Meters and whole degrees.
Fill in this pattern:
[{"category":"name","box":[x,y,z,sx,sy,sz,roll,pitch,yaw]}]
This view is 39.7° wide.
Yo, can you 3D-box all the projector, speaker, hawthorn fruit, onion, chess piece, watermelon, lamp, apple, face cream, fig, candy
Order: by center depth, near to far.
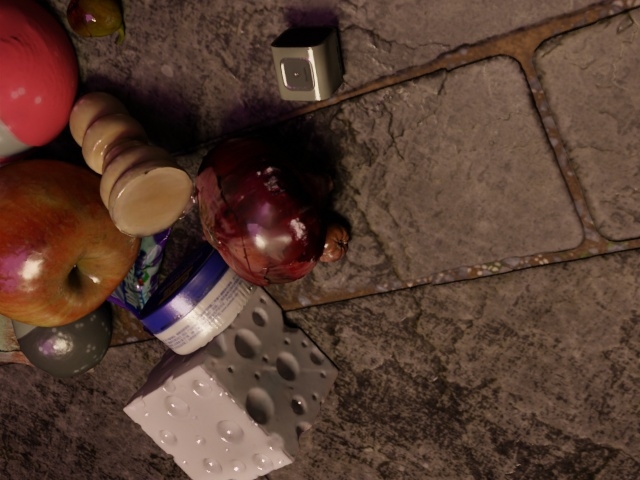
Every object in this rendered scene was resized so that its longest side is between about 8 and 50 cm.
[{"category":"projector","box":[-0.018,-0.255,1.275,0.083,0.083,0.082,4,125,21]},{"category":"fig","box":[-0.340,-0.347,1.376,0.098,0.082,0.084,14,124,-37]},{"category":"onion","box":[-0.079,-0.054,1.379,0.252,0.219,0.252,54,166,20]},{"category":"chess piece","box":[-0.321,-0.136,1.425,0.261,0.142,0.143,49,139,33]},{"category":"speaker","box":[-0.541,-0.272,1.449,0.294,0.294,0.294,12,127,17]},{"category":"hawthorn fruit","box":[0.000,0.000,1.469,0.103,0.067,0.067,9,128,39]},{"category":"apple","box":[-0.470,-0.007,1.502,0.301,0.301,0.301,12,127,17]},{"category":"face cream","box":[-0.205,0.096,1.533,0.111,0.206,0.206,44,130,-13]},{"category":"candy","box":[-0.347,0.048,1.656,0.145,0.070,0.275,27,127,18]},{"category":"lamp","box":[-0.539,0.133,1.712,0.182,0.182,0.314,-18,125,34]},{"category":"watermelon","box":[-0.590,0.229,1.855,0.241,0.094,0.154,14,148,-20]}]

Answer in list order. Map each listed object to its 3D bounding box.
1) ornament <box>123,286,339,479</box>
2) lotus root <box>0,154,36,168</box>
[{"category":"ornament","box":[-0.158,0.272,1.613,0.239,0.240,0.239,-33,105,38]},{"category":"lotus root","box":[-0.593,-0.161,1.607,0.183,0.090,0.077,11,102,16]}]
